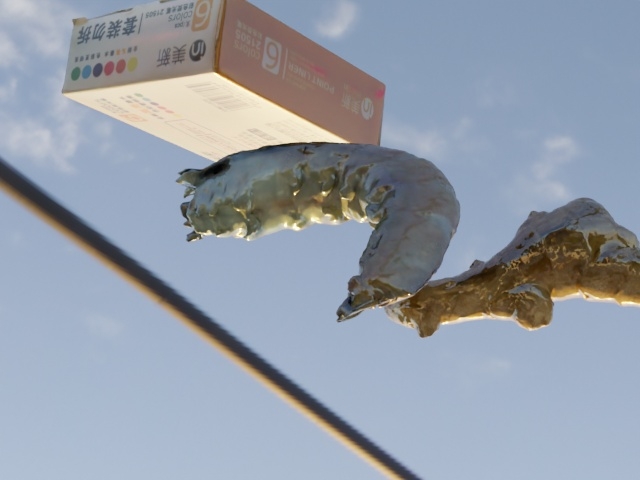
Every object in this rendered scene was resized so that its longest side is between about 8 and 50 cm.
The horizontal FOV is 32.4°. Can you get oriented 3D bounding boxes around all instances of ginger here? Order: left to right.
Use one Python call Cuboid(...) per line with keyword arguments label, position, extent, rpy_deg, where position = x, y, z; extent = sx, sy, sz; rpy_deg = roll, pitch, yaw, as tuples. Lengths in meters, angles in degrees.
Cuboid(label="ginger", position=(0.217, 0.035, 1.111), extent=(0.333, 0.148, 0.081), rpy_deg=(-16, -29, 17))

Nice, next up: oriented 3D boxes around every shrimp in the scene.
Cuboid(label="shrimp", position=(0.018, -0.018, 0.872), extent=(0.185, 0.287, 0.068), rpy_deg=(-26, -56, -22))

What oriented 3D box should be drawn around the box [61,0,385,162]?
Cuboid(label="box", position=(-0.093, -0.153, 1.140), extent=(0.220, 0.091, 0.274), rpy_deg=(-1, -15, 36))
